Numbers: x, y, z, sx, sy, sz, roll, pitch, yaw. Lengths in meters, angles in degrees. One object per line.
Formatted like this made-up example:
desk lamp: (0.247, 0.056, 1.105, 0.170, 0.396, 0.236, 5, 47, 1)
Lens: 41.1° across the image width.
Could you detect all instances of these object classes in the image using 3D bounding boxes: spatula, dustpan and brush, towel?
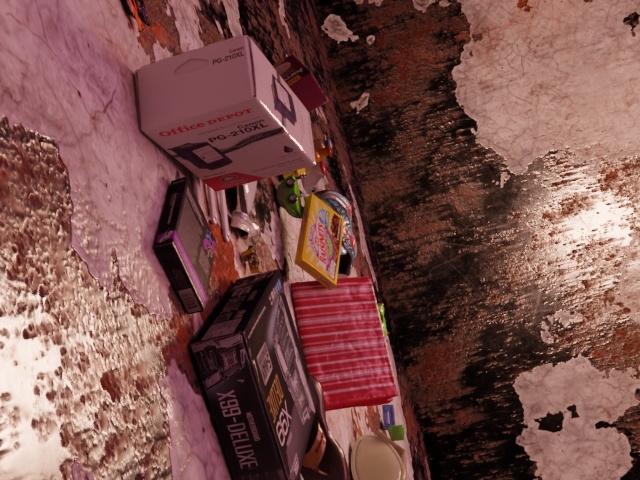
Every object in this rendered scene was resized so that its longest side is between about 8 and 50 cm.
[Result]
spatula: (-0.185, -0.128, 1.356, 0.168, 0.019, 0.242, 54, 27, -68)
dustpan and brush: (-0.146, -0.150, 1.526, 0.211, 0.060, 0.147, -75, 160, -60)
towel: (0.048, 0.214, 1.778, 0.031, 0.198, 0.275, -37, -119, 56)

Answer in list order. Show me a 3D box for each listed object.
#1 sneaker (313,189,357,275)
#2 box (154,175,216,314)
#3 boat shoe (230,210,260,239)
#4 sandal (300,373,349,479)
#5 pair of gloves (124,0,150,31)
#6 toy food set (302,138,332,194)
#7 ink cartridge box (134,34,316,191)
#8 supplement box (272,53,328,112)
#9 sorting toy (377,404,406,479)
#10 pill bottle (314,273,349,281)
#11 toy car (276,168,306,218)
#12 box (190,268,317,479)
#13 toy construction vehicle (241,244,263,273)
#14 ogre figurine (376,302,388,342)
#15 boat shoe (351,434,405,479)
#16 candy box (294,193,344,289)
sneaker: (0.044, -0.013, 2.259, 0.125, 0.104, 0.262, -88, 161, -54)
box: (-0.178, 0.004, 1.144, 0.162, 0.029, 0.116, -88, 162, -55)
boat shoe: (-0.131, -0.018, 1.460, 0.100, 0.035, 0.035, 61, 44, -70)
sandal: (-0.016, 0.334, 1.442, 0.060, 0.090, 0.219, -5, 81, -64)
pair of gloves: (-0.264, -0.336, 1.209, 0.083, 0.010, 0.074, -88, 160, -68)
toy food set: (-0.004, -0.201, 2.247, 0.232, 0.104, 0.111, 58, 20, -61)
ink cartridge box: (-0.128, -0.171, 1.207, 0.237, 0.172, 0.100, 42, 37, -64)
supplement box: (-0.066, -0.341, 1.915, 0.081, 0.104, 0.188, 56, 1, -29)
sorting toy: (0.159, 0.570, 2.049, 0.196, 0.047, 0.348, -161, -110, -75)
pill bottle: (0.047, 0.188, 1.915, 0.119, 0.119, 0.208, -83, 157, -66)
toy car: (-0.078, -0.145, 1.889, 0.239, 0.053, 0.225, 59, 19, -58)
box: (-0.085, 0.201, 1.242, 0.307, 0.076, 0.242, -65, 140, -76)
toy construction vehicle: (-0.110, 0.072, 1.453, 0.086, 0.035, 0.098, -111, -179, -46)
ogre figurine: (0.119, 0.234, 2.274, 0.197, 0.118, 0.097, -82, 156, -65)
boat shoe: (0.137, 0.582, 1.879, 0.340, 0.127, 0.113, -116, -150, -52)
candy box: (0.000, 0.000, 1.821, 0.105, 0.027, 0.206, 36, 38, -25)
